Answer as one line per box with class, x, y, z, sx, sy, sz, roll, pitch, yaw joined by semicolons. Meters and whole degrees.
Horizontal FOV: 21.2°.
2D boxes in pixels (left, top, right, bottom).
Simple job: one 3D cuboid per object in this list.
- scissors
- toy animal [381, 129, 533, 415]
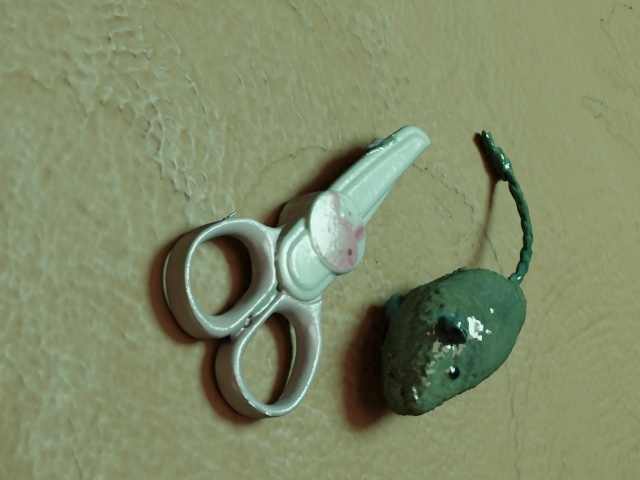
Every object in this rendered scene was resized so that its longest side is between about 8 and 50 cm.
scissors;0.000;0.000;1.019;0.242;0.030;0.118;-46;115;-43
toy animal;0.104;0.026;1.111;0.253;0.070;0.079;-57;137;-45
